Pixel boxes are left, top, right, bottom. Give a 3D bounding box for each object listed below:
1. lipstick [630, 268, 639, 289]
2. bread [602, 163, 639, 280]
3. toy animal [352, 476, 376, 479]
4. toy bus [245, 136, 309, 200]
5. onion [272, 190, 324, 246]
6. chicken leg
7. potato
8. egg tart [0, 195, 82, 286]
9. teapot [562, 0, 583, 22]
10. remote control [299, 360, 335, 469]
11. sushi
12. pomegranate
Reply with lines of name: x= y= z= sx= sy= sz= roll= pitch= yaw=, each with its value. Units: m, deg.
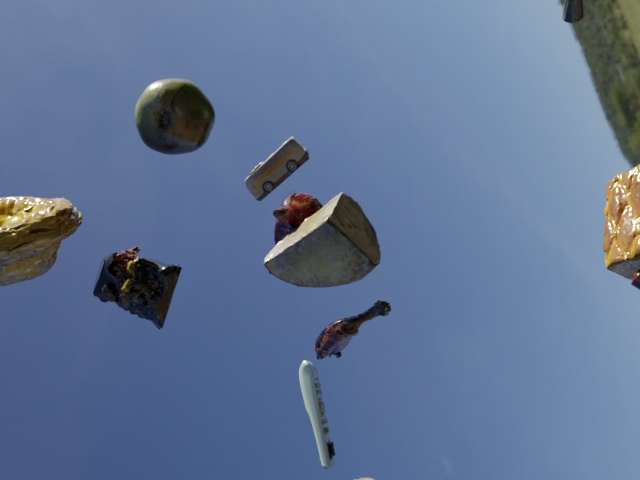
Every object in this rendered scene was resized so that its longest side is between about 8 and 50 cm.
lipstick: x=0.855 y=0.165 z=1.639 sx=0.300 sy=0.081 sz=0.081 roll=34 pitch=-157 yaw=17
bread: x=0.850 y=-0.052 z=1.716 sx=0.207 sy=0.279 sz=0.278 roll=25 pitch=-116 yaw=-19
toy animal: x=0.087 y=0.574 z=1.596 sx=0.098 sy=0.137 sz=0.098 roll=2 pitch=-90 yaw=-66
toy bus: x=-0.107 y=-0.173 z=1.718 sx=0.072 sy=0.172 sz=0.057 roll=48 pitch=-168 yaw=-8
onion: x=-0.064 y=-0.053 z=2.062 sx=0.195 sy=0.140 sz=0.218 roll=-65 pitch=-20 yaw=-9
chicken leg: x=0.061 y=0.208 z=1.630 sx=0.106 sy=0.253 sz=0.051 roll=2 pitch=-123 yaw=-41
potato: x=0.014 y=0.031 z=1.941 sx=0.189 sy=0.264 sz=0.211 roll=51 pitch=-159 yaw=-13
egg tart: x=-0.567 y=0.011 z=1.229 sx=0.319 sy=0.319 sz=0.128 roll=-38 pitch=-54 yaw=-61
teapot: x=0.529 y=-0.514 z=1.493 sx=0.042 sy=0.043 sz=0.110 roll=-80 pitch=-19 yaw=-44
remote control: x=-0.010 y=0.474 z=1.952 sx=0.103 sy=0.051 sz=0.293 roll=54 pitch=-159 yaw=-76
sushi: x=-0.415 y=0.091 z=1.582 sx=0.151 sy=0.172 sz=0.152 roll=16 pitch=-83 yaw=-23
pomegranate: x=-0.340 y=-0.286 z=1.648 sx=0.179 sy=0.179 sz=0.210 roll=57 pitch=168 yaw=-21
